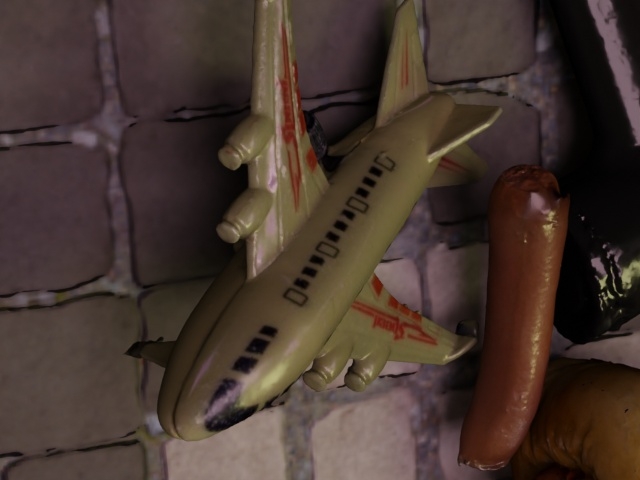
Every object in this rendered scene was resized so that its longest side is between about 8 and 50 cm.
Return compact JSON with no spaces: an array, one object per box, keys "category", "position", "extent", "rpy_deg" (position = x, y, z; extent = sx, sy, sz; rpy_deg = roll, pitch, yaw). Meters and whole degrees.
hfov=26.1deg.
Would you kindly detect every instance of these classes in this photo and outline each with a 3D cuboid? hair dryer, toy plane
[{"category":"hair dryer","position":[0.173,-0.097,0.756],"extent":[0.197,0.089,0.251],"rpy_deg":[-29,106,-14]},{"category":"toy plane","position":[0.000,0.000,0.679],"extent":[0.256,0.104,0.242],"rpy_deg":[-45,126,-26]}]

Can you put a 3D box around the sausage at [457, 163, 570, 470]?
[{"category":"sausage","position":[0.103,0.043,0.740],"extent":[0.047,0.040,0.176],"rpy_deg":[-30,132,-48]}]

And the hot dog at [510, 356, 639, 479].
[{"category":"hot dog","position":[0.216,0.179,0.804],"extent":[0.257,0.150,0.153],"rpy_deg":[28,82,-26]}]
